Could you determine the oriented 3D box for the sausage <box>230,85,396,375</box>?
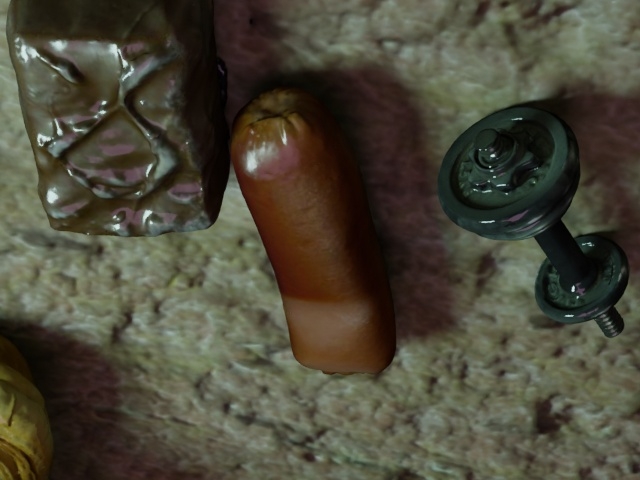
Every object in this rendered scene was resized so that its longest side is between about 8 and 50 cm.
[{"bbox_3d":[0.000,0.000,1.539,0.089,0.083,0.300,-9,137,6],"label":"sausage"}]

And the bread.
[{"bbox_3d":[-0.342,0.152,1.699,0.236,0.120,0.198,8,137,-3],"label":"bread"}]

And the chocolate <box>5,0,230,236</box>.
[{"bbox_3d":[-0.144,-0.100,1.445,0.148,0.093,0.214,-2,135,6],"label":"chocolate"}]

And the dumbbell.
[{"bbox_3d":[0.177,-0.003,1.511,0.110,0.110,0.254,-18,137,22],"label":"dumbbell"}]
